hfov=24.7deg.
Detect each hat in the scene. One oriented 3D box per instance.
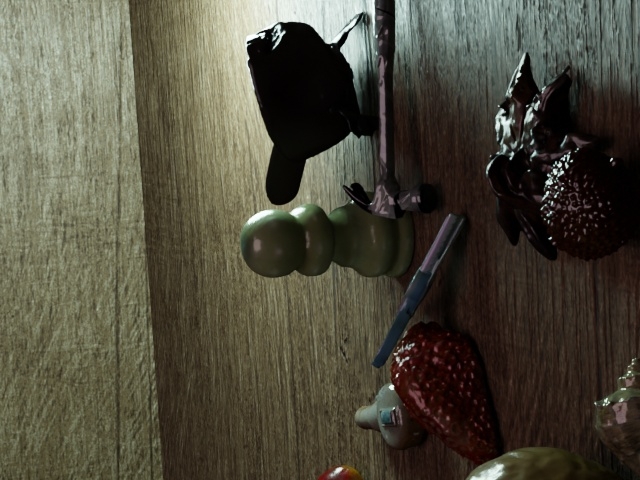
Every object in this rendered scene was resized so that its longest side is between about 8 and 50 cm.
[{"bbox_3d":[0.006,-0.211,2.334,0.336,0.209,0.238,81,-173,-46],"label":"hat"}]

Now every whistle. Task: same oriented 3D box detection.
[{"bbox_3d":[0.106,0.276,2.296,0.220,0.057,0.107,160,103,-69],"label":"whistle"}]

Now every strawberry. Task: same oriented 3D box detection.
[{"bbox_3d":[0.160,0.217,2.077,0.236,0.107,0.175,-140,50,-60],"label":"strawberry"}]

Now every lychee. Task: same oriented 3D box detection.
[{"bbox_3d":[0.306,-0.037,1.636,0.123,0.123,0.129,-136,47,-58],"label":"lychee"}]

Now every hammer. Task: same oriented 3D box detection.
[{"bbox_3d":[0.104,-0.244,2.160,0.152,0.044,0.426,0,88,40],"label":"hammer"}]

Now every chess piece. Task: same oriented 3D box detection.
[{"bbox_3d":[0.000,0.000,2.225,0.144,0.251,0.144,174,90,-68],"label":"chess piece"}]

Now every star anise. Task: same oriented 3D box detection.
[{"bbox_3d":[0.245,-0.098,1.798,0.272,0.103,0.272,177,90,-70],"label":"star anise"}]

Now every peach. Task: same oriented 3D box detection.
[{"bbox_3d":[0.031,0.428,2.474,0.101,0.101,0.100,174,90,-68],"label":"peach"}]

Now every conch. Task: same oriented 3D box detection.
[{"bbox_3d":[0.370,0.220,1.529,0.155,0.130,0.207,149,104,-80],"label":"conch"}]

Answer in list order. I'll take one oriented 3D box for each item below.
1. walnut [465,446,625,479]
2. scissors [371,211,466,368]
[{"bbox_3d":[0.232,0.415,1.676,0.383,0.384,0.383,174,90,-68],"label":"walnut"},{"bbox_3d":[0.141,0.068,2.093,0.256,0.030,0.125,-64,-6,25],"label":"scissors"}]
